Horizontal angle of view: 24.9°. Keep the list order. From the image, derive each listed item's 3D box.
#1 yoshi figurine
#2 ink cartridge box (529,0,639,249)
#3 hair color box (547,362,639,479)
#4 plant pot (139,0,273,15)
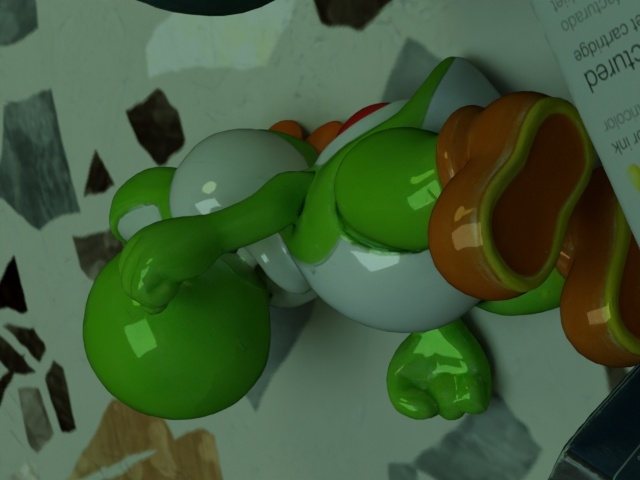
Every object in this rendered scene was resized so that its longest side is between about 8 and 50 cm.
[{"bbox_3d":[-0.002,0.028,0.792,0.362,0.203,0.203,-2,109,47],"label":"yoshi figurine"},{"bbox_3d":[0.249,-0.024,0.511,0.198,0.197,0.270,-29,84,55],"label":"ink cartridge box"},{"bbox_3d":[0.241,0.226,0.645,0.347,0.105,0.174,32,124,19],"label":"hair color box"},{"bbox_3d":[0.048,-0.290,0.565,0.334,0.341,0.341,-9,97,36],"label":"plant pot"}]
